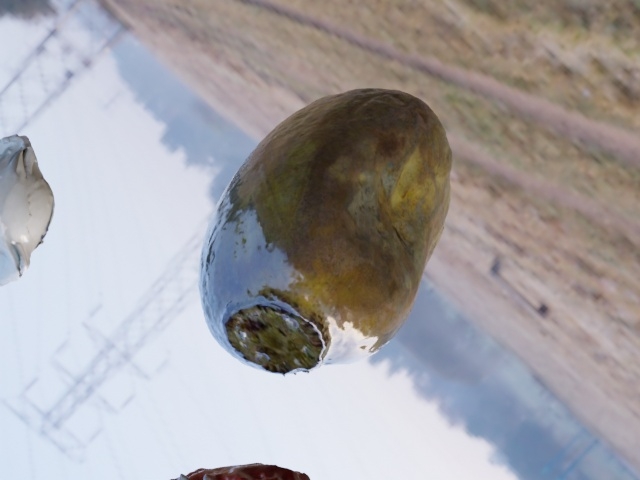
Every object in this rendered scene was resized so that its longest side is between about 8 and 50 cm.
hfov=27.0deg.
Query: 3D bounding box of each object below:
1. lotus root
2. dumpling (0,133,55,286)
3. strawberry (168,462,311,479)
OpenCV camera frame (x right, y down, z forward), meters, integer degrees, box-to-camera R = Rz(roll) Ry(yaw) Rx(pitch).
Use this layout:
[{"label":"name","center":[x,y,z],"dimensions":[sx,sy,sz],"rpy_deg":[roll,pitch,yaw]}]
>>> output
[{"label":"lotus root","center":[0.000,0.000,1.418],"dimensions":[0.250,0.250,0.346],"rpy_deg":[43,-142,-11]},{"label":"dumpling","center":[-0.395,-0.039,1.644],"dimensions":[0.127,0.188,0.108],"rpy_deg":[6,180,38]},{"label":"strawberry","center":[-0.053,0.291,1.375],"dimensions":[0.233,0.137,0.306],"rpy_deg":[15,180,19]}]
